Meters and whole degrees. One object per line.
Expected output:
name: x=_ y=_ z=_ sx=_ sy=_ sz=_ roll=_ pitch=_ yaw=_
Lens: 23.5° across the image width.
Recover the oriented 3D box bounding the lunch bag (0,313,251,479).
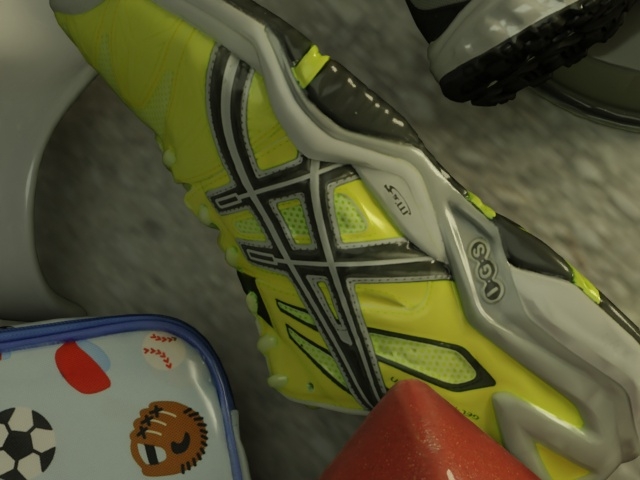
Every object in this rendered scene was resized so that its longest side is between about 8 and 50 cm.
lunch bag: x=-0.148 y=0.195 z=0.770 sx=0.243 sy=0.115 sz=0.303 roll=-6 pitch=83 yaw=-17

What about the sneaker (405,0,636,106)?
sneaker: x=0.158 y=-0.175 z=0.747 sx=0.271 sy=0.100 sz=0.108 roll=-29 pitch=74 yaw=7

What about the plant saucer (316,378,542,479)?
plant saucer: x=0.058 y=0.240 z=0.724 sx=0.259 sy=0.047 sz=0.258 roll=40 pitch=86 yaw=-21

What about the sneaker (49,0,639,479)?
sneaker: x=0.000 y=0.000 z=0.774 sx=0.384 sy=0.145 sz=0.147 roll=41 pitch=95 yaw=5

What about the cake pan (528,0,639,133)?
cake pan: x=0.197 y=-0.203 z=0.819 sx=0.293 sy=0.054 sz=0.293 roll=-1 pitch=84 yaw=12

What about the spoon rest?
spoon rest: x=-0.158 y=-0.093 z=0.862 sx=0.137 sy=0.084 sz=0.276 roll=1 pitch=85 yaw=11
